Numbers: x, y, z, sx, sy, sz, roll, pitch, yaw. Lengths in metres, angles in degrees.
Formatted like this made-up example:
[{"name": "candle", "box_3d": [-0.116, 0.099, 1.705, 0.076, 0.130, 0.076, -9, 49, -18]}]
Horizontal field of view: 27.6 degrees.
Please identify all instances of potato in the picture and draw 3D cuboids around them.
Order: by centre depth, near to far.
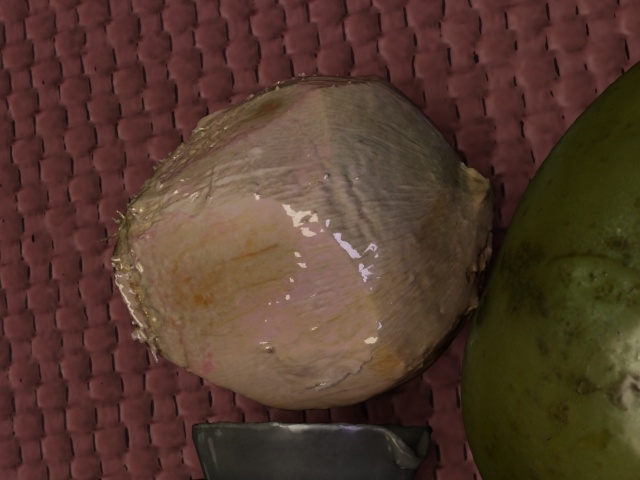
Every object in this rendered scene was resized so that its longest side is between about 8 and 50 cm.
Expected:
[{"name": "potato", "box_3d": [0.193, 0.027, 0.602, 0.216, 0.216, 0.304, 38, 102, 18]}]

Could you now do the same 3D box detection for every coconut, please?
[{"name": "coconut", "box_3d": [0.002, 0.000, 0.688, 0.194, 0.194, 0.194, -1, 86, 20]}]

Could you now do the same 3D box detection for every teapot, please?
[{"name": "teapot", "box_3d": [-0.018, 0.209, 0.699, 0.203, 0.171, 0.225, -10, 74, 49]}]
